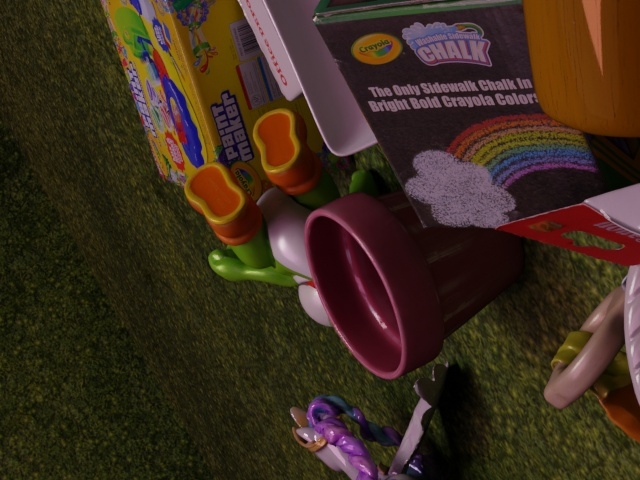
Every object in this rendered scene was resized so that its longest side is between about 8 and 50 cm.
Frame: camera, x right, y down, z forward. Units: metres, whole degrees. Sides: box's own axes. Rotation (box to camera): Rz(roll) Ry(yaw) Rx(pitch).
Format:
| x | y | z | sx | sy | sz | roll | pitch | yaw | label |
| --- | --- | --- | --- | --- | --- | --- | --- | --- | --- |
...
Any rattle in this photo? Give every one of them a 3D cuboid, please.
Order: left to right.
| x | y | z | sx | sy | sz | roll | pitch | yaw | label |
| --- | --- | --- | --- | --- | --- | --- | --- | --- | --- |
| 0.302 | 0.098 | 1.243 | 0.143 | 0.130 | 0.199 | 47 | 129 | 15 | rattle |

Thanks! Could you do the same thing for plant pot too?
| x | y | z | sx | sy | sz | roll | pitch | yaw | label |
| --- | --- | --- | --- | --- | --- | --- | --- | --- | --- |
| 0.108 | 0.023 | 1.465 | 0.201 | 0.180 | 0.201 | 52 | 157 | 33 | plant pot |

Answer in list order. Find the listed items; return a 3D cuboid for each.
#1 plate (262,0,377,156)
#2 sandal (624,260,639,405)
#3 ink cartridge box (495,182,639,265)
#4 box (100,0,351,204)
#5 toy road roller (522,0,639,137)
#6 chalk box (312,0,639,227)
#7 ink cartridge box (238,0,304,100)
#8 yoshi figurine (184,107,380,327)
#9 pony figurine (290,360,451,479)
| x | y | z | sx | sy | sz | roll | pitch | yaw | label |
| --- | --- | --- | --- | --- | --- | --- | --- | --- | --- |
| 0.078 | -0.250 | 1.216 | 0.278 | 0.277 | 0.045 | 66 | -156 | -2 | plate |
| 0.366 | 0.161 | 1.086 | 0.102 | 0.169 | 0.416 | -3 | -111 | -67 | sandal |
| 0.264 | 0.002 | 0.951 | 0.225 | 0.181 | 0.056 | -19 | 66 | 41 | ink cartridge box |
| -0.130 | -0.220 | 1.780 | 0.279 | 0.177 | 0.289 | 27 | 137 | 61 | box |
| 0.266 | -0.145 | 0.792 | 0.329 | 0.241 | 0.202 | 35 | 145 | 54 | toy road roller |
| 0.128 | -0.169 | 1.011 | 0.180 | 0.179 | 0.289 | 1 | 137 | 34 | chalk box |
| -0.001 | -0.265 | 1.526 | 0.160 | 0.093 | 0.219 | 65 | 160 | 0 | ink cartridge box |
| -0.017 | -0.012 | 1.675 | 0.204 | 0.203 | 0.362 | 3 | 150 | 33 | yoshi figurine |
| 0.100 | 0.343 | 1.797 | 0.363 | 0.303 | 0.351 | 47 | 167 | 4 | pony figurine |
